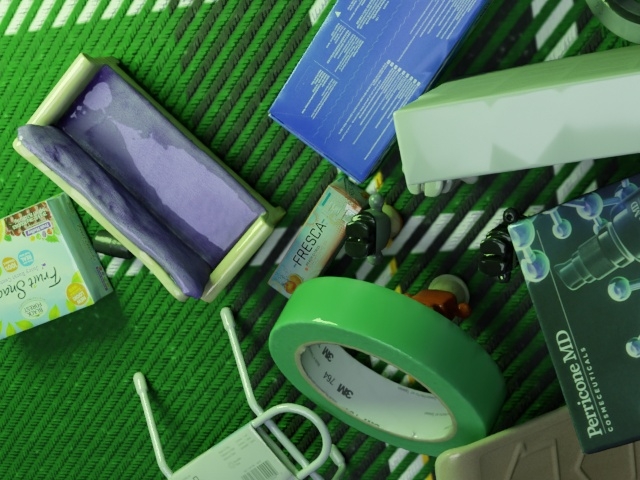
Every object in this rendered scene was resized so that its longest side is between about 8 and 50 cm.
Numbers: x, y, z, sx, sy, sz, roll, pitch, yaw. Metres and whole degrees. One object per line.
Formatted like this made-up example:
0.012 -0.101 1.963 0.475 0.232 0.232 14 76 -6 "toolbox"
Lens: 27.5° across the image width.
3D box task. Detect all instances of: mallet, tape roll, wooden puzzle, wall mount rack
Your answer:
-0.289 -0.061 1.940 0.062 0.039 0.190 20 108 13 "mallet"
0.087 0.174 1.747 0.321 0.077 0.321 23 153 12 "tape roll"
0.317 0.365 1.743 0.348 0.080 0.322 -16 109 -20 "wooden puzzle"
-0.138 0.290 1.949 0.350 0.130 0.304 -37 95 26 "wall mount rack"

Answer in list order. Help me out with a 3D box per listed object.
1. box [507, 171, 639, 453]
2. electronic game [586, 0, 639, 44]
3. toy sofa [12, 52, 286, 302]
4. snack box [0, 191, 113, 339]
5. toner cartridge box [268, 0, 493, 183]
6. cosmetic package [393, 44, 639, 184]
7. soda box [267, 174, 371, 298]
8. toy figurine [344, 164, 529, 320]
0.470 0.048 1.527 0.395 0.212 0.293 -24 79 32 "box"
0.404 -0.335 1.499 0.229 0.048 0.229 -2 87 33 "electronic game"
-0.236 -0.089 1.819 0.362 0.177 0.150 42 105 3 "toy sofa"
-0.448 0.042 2.010 0.207 0.070 0.174 -20 99 26 "snack box"
0.090 -0.261 1.711 0.165 0.075 0.348 37 116 5 "toner cartridge box"
0.308 -0.162 1.546 0.377 0.284 0.097 -7 105 23 "cosmetic package"
0.000 0.000 1.834 0.058 0.063 0.183 36 115 7 "soda box"
0.160 -0.005 1.735 0.209 0.148 0.213 49 118 7 "toy figurine"
